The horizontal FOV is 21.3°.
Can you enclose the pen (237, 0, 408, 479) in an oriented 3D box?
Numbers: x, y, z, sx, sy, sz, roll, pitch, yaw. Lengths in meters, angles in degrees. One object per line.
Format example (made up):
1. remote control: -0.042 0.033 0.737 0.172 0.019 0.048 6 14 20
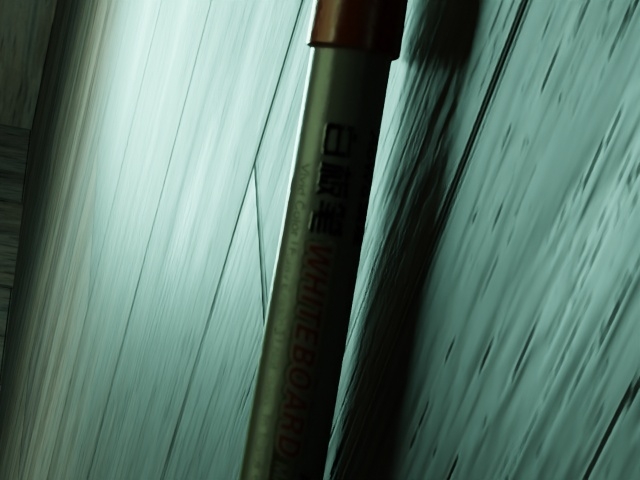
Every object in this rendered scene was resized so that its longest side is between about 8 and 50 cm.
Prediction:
1. pen: 0.000 0.000 0.493 0.028 0.028 0.239 -166 85 -78
